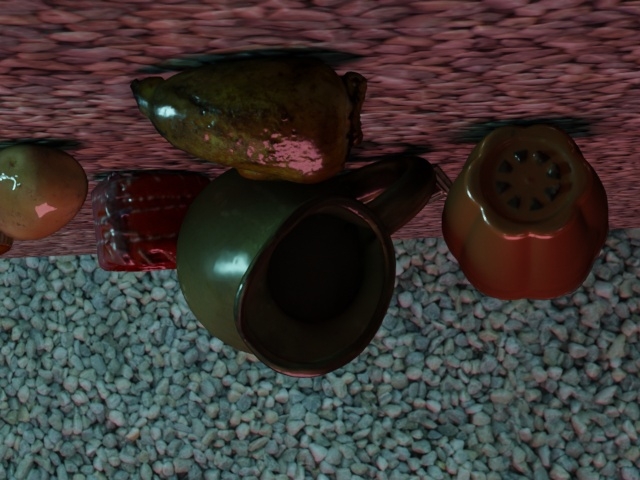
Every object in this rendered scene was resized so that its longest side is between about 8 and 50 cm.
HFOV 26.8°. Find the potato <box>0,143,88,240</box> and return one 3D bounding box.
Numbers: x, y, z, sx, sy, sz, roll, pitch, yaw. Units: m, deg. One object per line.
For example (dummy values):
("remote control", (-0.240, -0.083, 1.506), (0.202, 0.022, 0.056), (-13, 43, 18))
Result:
("potato", (-0.312, -0.055, 1.477), (0.112, 0.112, 0.147), (1, 169, -33))

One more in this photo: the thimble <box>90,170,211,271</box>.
("thimble", (-0.222, -0.024, 1.802), (0.163, 0.125, 0.189), (-4, 176, -2))

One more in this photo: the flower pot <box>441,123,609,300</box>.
("flower pot", (0.219, -0.040, 1.447), (0.190, 0.191, 0.173), (-2, 165, 9))

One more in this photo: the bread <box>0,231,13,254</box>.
("bread", (-0.513, -0.024, 1.844), (0.190, 0.114, 0.132), (4, 178, -9))

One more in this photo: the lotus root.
("lotus root", (-0.061, -0.095, 1.044), (0.190, 0.094, 0.108), (3, 142, 8))

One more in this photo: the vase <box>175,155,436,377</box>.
("vase", (0.000, 0.000, 1.586), (0.329, 0.241, 0.302), (-37, -164, -14))

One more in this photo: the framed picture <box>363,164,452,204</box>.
("framed picture", (0.082, -0.042, 1.889), (0.216, 0.016, 0.273), (-24, 173, 9))

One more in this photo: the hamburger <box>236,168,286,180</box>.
("hamburger", (-0.051, -0.088, 1.492), (0.083, 0.044, 0.076), (3, 175, -24))
